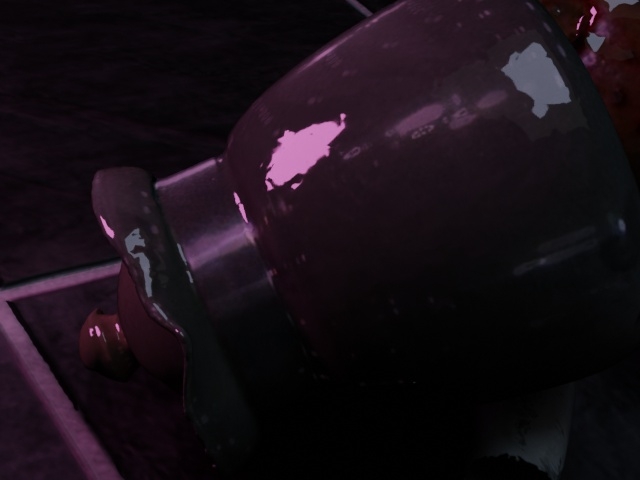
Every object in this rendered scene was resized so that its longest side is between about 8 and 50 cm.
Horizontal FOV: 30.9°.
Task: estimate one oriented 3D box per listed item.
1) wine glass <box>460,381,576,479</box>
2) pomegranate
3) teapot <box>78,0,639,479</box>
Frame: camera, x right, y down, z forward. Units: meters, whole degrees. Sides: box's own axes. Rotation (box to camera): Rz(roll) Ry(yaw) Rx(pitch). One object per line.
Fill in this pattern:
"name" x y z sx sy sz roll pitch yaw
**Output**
"wine glass" 0.132 0.069 0.720 0.074 0.074 0.262 17 37 6
"pomegranate" 0.202 -0.135 0.908 0.242 0.242 0.306 23 20 15
"teapot" -0.005 -0.015 0.645 0.285 0.223 0.305 -23 39 -2
